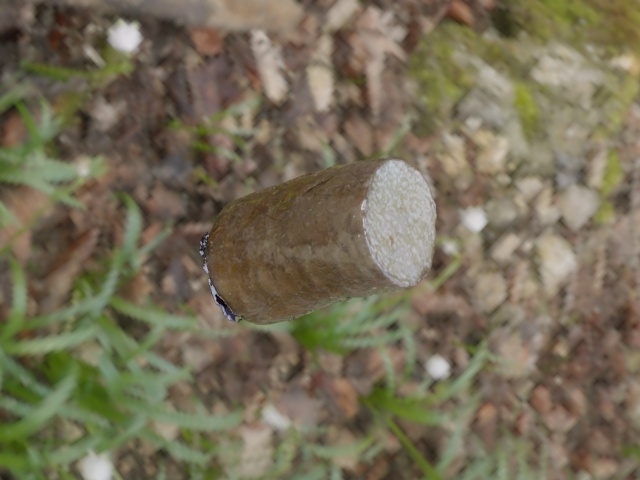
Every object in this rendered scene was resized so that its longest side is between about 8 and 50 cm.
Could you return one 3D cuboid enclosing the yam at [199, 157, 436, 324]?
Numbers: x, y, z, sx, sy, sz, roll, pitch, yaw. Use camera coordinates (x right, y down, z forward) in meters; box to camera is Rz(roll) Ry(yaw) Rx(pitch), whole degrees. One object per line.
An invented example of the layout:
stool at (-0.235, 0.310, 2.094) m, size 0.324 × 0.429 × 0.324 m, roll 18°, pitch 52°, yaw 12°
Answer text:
yam at (0.002, 0.001, 0.986) m, size 0.084 × 0.127 × 0.084 m, roll 16°, pitch 69°, yaw -45°
